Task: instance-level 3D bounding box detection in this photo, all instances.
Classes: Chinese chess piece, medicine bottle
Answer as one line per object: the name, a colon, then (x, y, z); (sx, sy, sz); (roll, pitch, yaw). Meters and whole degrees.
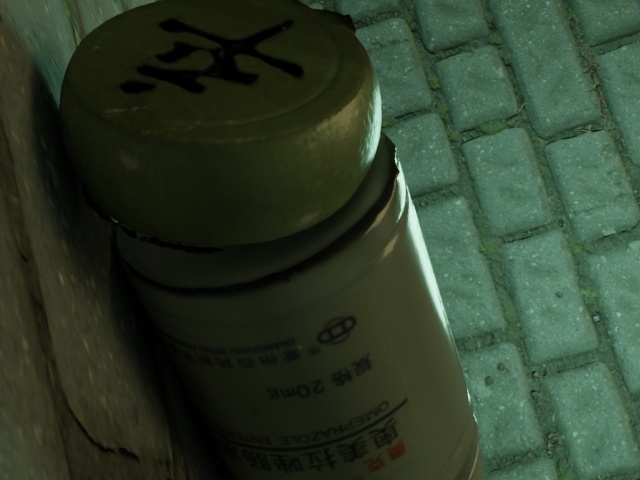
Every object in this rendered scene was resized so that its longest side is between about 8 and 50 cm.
Chinese chess piece: (-0.058, -0.077, 0.671); (0.188, 0.188, 0.083); (-104, -167, -51)
medicine bottle: (0.002, 0.089, 0.812); (0.190, 0.190, 0.332); (-104, 175, -52)
